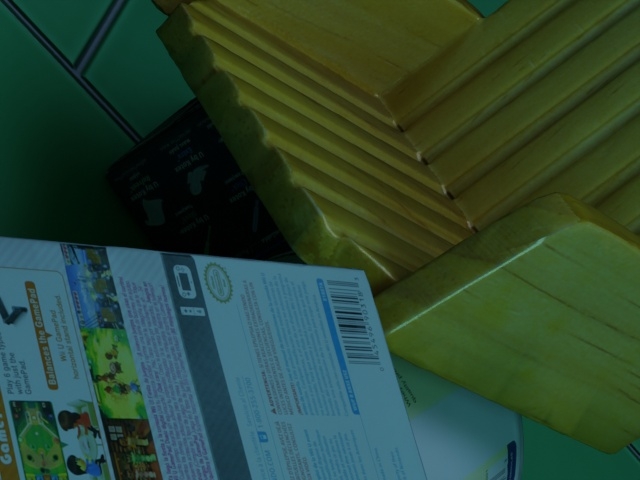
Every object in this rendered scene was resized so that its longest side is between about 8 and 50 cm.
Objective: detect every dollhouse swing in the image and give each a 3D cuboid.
[{"bbox_3d":[0.142,-0.113,1.020,0.315,0.305,0.347,27,22,-43],"label":"dollhouse swing"}]

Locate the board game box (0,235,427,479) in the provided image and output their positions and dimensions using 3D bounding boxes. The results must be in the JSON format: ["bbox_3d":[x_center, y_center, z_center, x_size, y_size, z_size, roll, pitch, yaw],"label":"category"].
[{"bbox_3d":[-0.089,0.119,0.678,0.303,0.097,0.224,8,57,-43],"label":"board game box"}]

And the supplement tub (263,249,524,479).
[{"bbox_3d":[-0.045,0.143,0.977,0.235,0.235,0.325,62,30,3],"label":"supplement tub"}]

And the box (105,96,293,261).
[{"bbox_3d":[0.000,0.000,1.259,0.270,0.143,0.165,55,30,-8],"label":"box"}]
